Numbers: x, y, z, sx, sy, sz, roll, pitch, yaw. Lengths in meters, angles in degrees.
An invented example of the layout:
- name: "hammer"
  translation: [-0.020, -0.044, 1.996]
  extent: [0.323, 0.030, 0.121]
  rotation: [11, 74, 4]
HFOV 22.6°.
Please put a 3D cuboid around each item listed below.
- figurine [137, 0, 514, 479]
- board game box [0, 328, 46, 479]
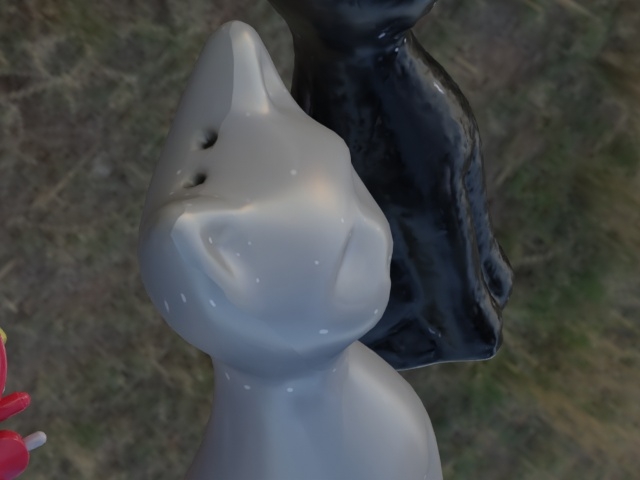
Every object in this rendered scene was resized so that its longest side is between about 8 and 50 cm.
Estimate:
- name: "figurine"
  translation: [0.000, 0.000, 0.460]
  extent: [0.215, 0.092, 0.209]
  rotation: [-77, 164, -45]
- name: "board game box"
  translation: [-0.103, 0.037, 0.464]
  extent: [0.033, 0.169, 0.133]
  rotation: [-24, 135, -7]
